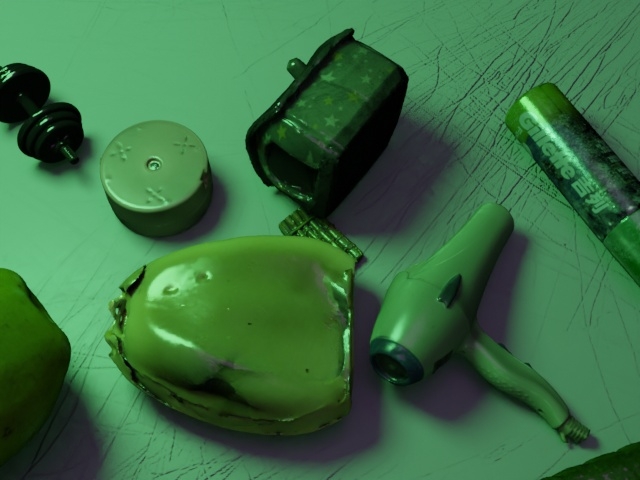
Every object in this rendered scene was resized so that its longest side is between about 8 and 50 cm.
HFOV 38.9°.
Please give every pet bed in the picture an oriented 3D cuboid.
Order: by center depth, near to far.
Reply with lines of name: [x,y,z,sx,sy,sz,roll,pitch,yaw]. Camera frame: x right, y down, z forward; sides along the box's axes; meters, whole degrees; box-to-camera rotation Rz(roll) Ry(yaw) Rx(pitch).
pet bed: [0.000,-0.167,1.242,0.159,0.183,0.211,33,61,12]

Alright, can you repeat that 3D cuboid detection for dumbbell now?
dumbbell: [-0.406,-0.181,1.290,0.099,0.099,0.208,-36,68,-19]

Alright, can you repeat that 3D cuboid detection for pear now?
pear: [-0.436,0.165,1.022,0.307,0.253,0.253,-43,70,-9]

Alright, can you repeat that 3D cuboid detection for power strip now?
power strip: [-0.228,-0.087,1.257,0.154,0.078,0.154,0,64,1]

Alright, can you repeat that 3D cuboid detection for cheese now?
cheese: [-0.108,0.113,1.132,0.315,0.128,0.260,3,58,-8]

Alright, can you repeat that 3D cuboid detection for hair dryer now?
hair dryer: [0.226,0.087,1.185,0.298,0.119,0.296,22,58,-8]

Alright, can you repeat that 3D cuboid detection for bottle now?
bottle: [0.388,-0.074,1.262,0.093,0.093,0.330,-27,66,-15]

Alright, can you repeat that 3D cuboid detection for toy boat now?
toy boat: [0.000,0.000,1.253,0.063,0.016,0.115,-39,69,-20]

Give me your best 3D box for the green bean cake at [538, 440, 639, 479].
green bean cake: [0.360,0.347,1.020,0.248,0.125,0.222,-19,66,-9]
